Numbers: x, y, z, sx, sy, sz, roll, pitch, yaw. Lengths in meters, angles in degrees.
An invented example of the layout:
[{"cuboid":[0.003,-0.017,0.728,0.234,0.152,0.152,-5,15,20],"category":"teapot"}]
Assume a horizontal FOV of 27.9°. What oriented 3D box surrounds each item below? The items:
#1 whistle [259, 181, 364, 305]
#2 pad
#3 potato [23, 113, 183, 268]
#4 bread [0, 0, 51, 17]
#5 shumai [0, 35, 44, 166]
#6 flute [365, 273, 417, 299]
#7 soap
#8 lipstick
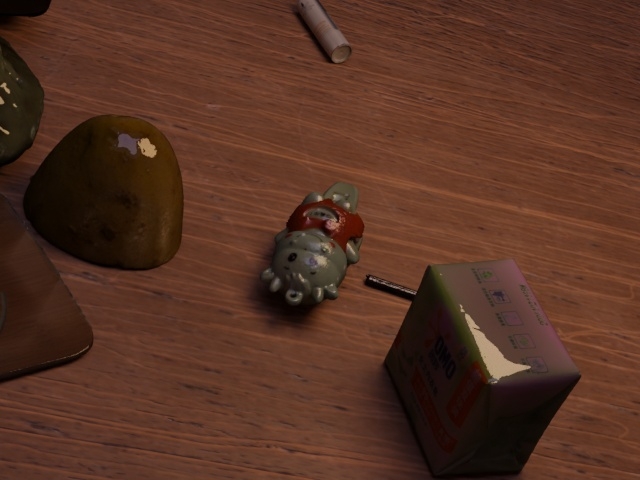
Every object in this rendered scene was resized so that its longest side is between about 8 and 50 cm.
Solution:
[{"cuboid":[0.001,0.002,1.669,0.102,0.106,0.253,38,39,-8],"category":"whistle"},{"cuboid":[-0.434,0.057,1.458,0.287,0.018,0.284,-15,52,-36],"category":"pad"},{"cuboid":[-0.256,-0.082,1.599,0.203,0.158,0.178,31,39,15],"category":"potato"},{"cuboid":[-0.501,-0.388,1.825,0.212,0.142,0.224,30,21,27],"category":"bread"},{"cuboid":[-0.512,-0.271,1.550,0.398,0.323,0.324,2,42,-26],"category":"shumai"},{"cuboid":[0.186,0.093,1.723,0.270,0.014,0.014,18,40,-6],"category":"flute"},{"cuboid":[0.187,0.149,1.529,0.138,0.182,0.199,0,44,-25],"category":"soap"},{"cuboid":[0.005,-0.347,2.101,0.040,0.040,0.141,-6,47,-31],"category":"lipstick"}]
